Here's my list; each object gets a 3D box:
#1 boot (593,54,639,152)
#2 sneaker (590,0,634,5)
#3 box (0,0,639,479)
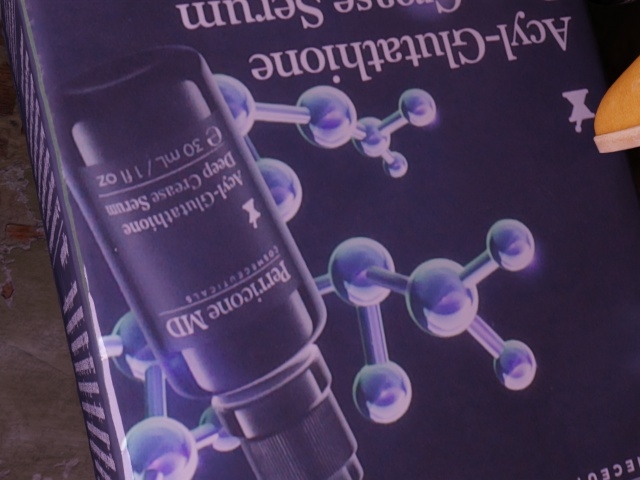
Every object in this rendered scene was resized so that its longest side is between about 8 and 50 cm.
[{"bbox_3d":[0.179,-0.173,0.313,0.295,0.104,0.211,-34,80,56],"label":"boot"},{"bbox_3d":[0.187,-0.285,0.399,0.384,0.147,0.145,86,172,-47],"label":"sneaker"},{"bbox_3d":[0.000,0.000,0.498,0.212,0.294,0.395,154,103,-70],"label":"box"}]
